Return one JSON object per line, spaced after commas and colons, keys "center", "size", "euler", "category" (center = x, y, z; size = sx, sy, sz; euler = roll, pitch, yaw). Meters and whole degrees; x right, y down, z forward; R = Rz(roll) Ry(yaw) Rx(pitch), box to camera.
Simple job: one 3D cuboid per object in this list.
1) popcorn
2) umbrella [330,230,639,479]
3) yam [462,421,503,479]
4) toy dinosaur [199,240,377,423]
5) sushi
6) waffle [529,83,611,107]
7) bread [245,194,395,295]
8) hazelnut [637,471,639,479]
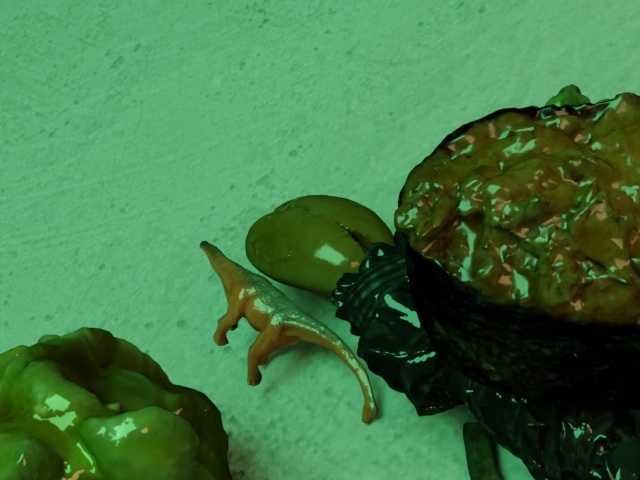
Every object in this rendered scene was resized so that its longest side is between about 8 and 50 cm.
{"center": [-0.212, 0.216, 1.084], "size": [0.274, 0.279, 0.335], "euler": [-10, 24, 2], "category": "popcorn"}
{"center": [0.130, 0.096, 0.990], "size": [0.336, 0.154, 0.128], "euler": [47, 132, 54], "category": "umbrella"}
{"center": [0.137, 0.226, 0.962], "size": [0.027, 0.029, 0.234], "euler": [-55, 29, 35], "category": "yam"}
{"center": [-0.043, 0.085, 1.215], "size": [0.279, 0.055, 0.101], "euler": [45, 124, 29], "category": "toy dinosaur"}
{"center": [0.224, -0.012, 0.868], "size": [0.349, 0.207, 0.234], "euler": [2, 60, 4], "category": "sushi"}
{"center": [0.207, -0.038, 1.049], "size": [0.208, 0.054, 0.214], "euler": [-31, 50, -29], "category": "waffle"}
{"center": [0.000, 0.000, 1.240], "size": [0.114, 0.077, 0.189], "euler": [-18, 19, -31], "category": "bread"}
{"center": [0.302, 0.170, 0.723], "size": [0.251, 0.217, 0.217], "euler": [-13, 43, 3], "category": "hazelnut"}
